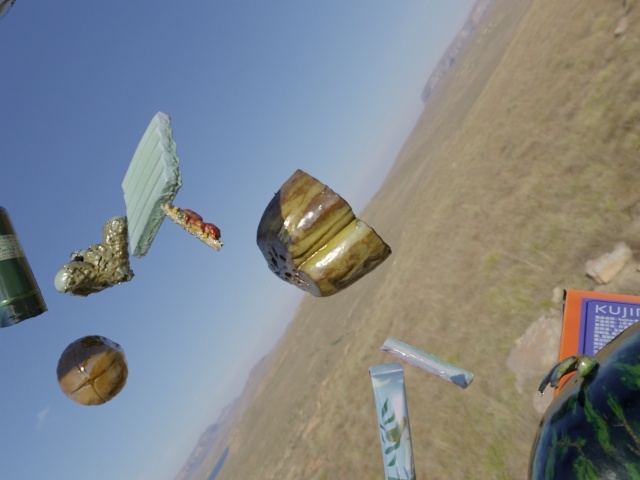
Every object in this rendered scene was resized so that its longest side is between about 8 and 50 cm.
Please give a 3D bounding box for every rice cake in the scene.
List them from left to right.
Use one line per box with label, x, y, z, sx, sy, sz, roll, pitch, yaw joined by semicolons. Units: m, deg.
rice cake;-0.304;-0.098;0.936;0.037;0.189;0.198;6;-35;-37
rice cake;0.313;0.372;1.593;0.081;0.291;0.051;-25;-49;-58

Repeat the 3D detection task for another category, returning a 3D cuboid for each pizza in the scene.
pizza;-0.176;-0.024;0.755;0.029;0.100;0.099;-52;7;-3

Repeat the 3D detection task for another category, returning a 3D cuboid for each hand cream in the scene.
hand cream;0.133;0.355;0.959;0.055;0.088;0.255;-23;70;52

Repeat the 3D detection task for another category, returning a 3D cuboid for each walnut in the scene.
walnut;-0.551;0.313;1.282;0.167;0.167;0.207;-57;20;-9

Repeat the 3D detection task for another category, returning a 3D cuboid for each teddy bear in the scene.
teddy bear;-0.627;0.068;1.500;0.256;0.156;0.267;-8;42;55

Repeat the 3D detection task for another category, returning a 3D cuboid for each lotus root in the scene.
lotus root;0.000;0.000;1.284;0.250;0.316;0.316;-48;-4;-13

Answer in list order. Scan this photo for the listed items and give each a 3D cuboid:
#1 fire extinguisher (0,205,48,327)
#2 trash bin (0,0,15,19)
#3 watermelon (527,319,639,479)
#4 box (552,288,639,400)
fire extinguisher;-0.613;0.015;0.991;0.093;0.294;0.118;-19;5;15
trash bin;-0.598;-0.442;0.819;0.101;0.177;0.236;-86;-16;-51
watermelon;0.275;0.161;0.335;0.268;0.269;0.269;-57;-2;-3
box;0.498;0.266;0.707;0.256;0.349;0.318;-57;-39;-43
